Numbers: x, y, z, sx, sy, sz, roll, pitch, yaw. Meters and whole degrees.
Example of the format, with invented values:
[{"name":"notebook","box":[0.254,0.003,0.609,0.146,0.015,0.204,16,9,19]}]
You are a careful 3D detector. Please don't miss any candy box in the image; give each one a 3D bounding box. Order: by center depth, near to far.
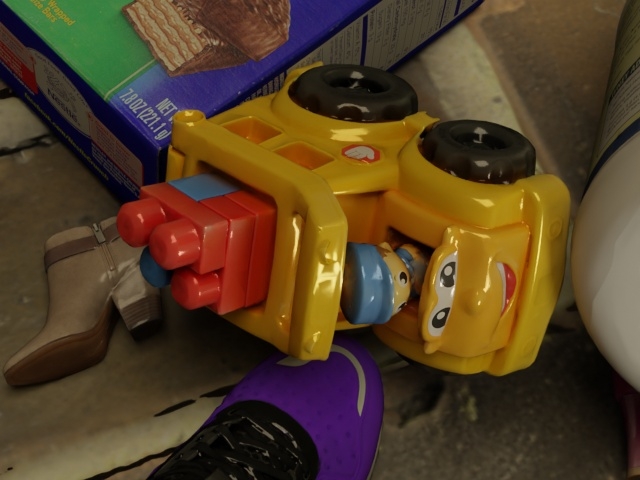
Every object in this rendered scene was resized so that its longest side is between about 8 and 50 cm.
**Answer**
[{"name":"candy box","box":[-0.075,-0.202,1.028,0.317,0.122,0.268,-39,71,-23]}]

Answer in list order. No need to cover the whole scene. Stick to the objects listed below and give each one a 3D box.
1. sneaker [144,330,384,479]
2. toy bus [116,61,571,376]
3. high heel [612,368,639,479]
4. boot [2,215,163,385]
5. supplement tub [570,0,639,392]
[{"name":"sneaker","box":[-0.053,0.154,0.829,0.102,0.146,0.293,34,65,12]},{"name":"toy bus","box":[0.000,0.000,0.849,0.220,0.149,0.211,28,30,36]},{"name":"high heel","box":[0.307,0.103,0.935,0.244,0.082,0.117,1,66,6]},{"name":"boot","box":[-0.158,0.035,0.946,0.118,0.042,0.087,-20,60,-17]},{"name":"supplement tub","box":[0.286,-0.065,0.896,0.235,0.235,0.325,18,43,4]}]
